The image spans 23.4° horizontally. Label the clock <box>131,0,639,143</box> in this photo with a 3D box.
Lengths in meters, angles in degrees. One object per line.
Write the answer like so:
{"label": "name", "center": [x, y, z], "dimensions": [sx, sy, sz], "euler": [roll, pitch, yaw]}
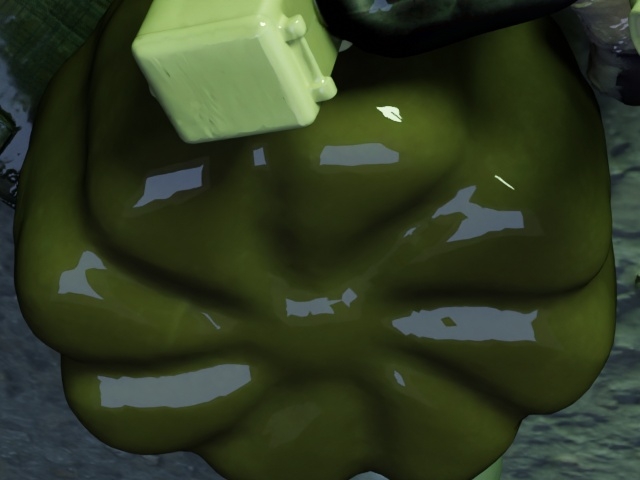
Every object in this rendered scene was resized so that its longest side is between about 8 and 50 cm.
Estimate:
{"label": "clock", "center": [0.115, -0.160, 0.715], "dimensions": [0.379, 0.276, 0.120], "euler": [-6, 135, 28]}

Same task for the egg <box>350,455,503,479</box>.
{"label": "egg", "center": [0.066, 0.155, 1.241], "dimensions": [0.151, 0.151, 0.209], "euler": [-3, 135, 21]}

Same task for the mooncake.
{"label": "mooncake", "center": [0.000, 0.000, 0.950], "dimensions": [0.378, 0.201, 0.378], "euler": [-1, 132, -1]}

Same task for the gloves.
{"label": "gloves", "center": [0.182, -0.147, 0.856], "dimensions": [0.110, 0.094, 0.144], "euler": [8, 125, -8]}

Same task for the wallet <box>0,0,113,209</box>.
{"label": "wallet", "center": [-0.205, -0.111, 1.006], "dimensions": [0.317, 0.044, 0.169], "euler": [34, 108, -28]}
